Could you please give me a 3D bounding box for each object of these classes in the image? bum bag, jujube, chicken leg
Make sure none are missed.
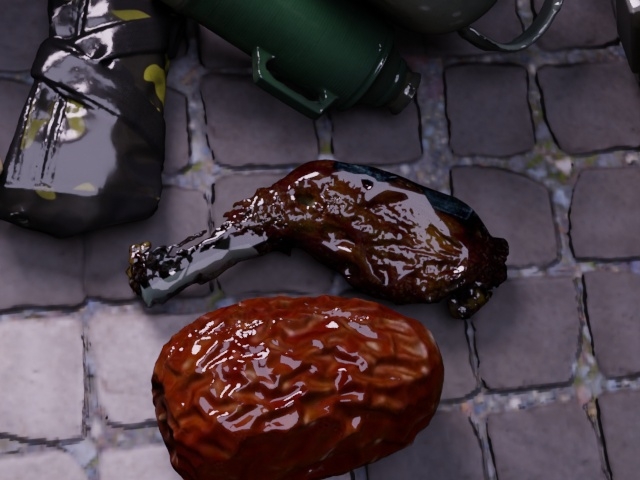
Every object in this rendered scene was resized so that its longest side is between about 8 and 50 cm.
[{"bbox_3d":[-0.144,-0.111,0.735,0.107,0.060,0.232,14,72,-15],"label":"bum bag"},{"bbox_3d":[-0.012,0.090,0.674,0.176,0.109,0.112,-9,110,-21],"label":"jujube"},{"bbox_3d":[0.000,0.000,0.732,0.253,0.051,0.106,0,78,-7],"label":"chicken leg"}]

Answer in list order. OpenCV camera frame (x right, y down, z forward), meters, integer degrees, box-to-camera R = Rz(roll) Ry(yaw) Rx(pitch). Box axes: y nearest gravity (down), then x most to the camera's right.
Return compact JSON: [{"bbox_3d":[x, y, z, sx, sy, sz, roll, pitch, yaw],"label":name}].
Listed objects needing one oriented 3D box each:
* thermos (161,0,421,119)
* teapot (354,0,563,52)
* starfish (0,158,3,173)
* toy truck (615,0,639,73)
[{"bbox_3d":[-0.016,-0.142,0.740,0.188,0.073,0.083,29,29,-19],"label":"thermos"},{"bbox_3d":[0.045,-0.224,0.730,0.294,0.193,0.129,29,97,-22],"label":"teapot"},{"bbox_3d":[-0.306,-0.088,0.706,0.138,0.050,0.247,-35,69,-19],"label":"starfish"},{"bbox_3d":[0.409,-0.163,0.722,0.405,0.180,0.254,-14,69,11],"label":"toy truck"}]
